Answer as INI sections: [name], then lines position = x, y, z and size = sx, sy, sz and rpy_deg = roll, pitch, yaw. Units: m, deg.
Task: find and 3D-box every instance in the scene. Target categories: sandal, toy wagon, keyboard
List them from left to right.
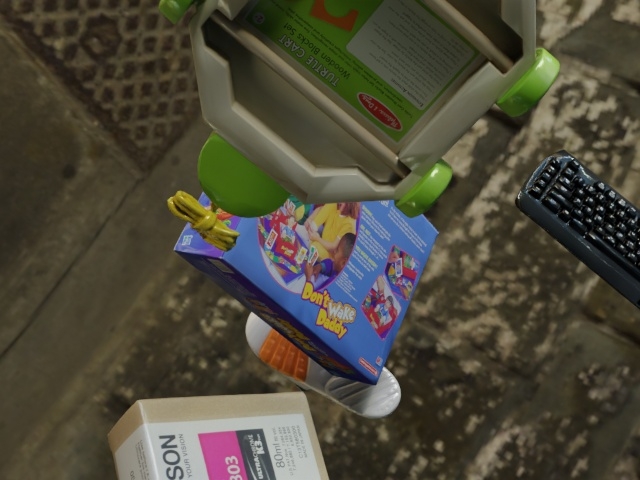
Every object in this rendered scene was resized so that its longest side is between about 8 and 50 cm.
[sandal]
position = 0.002, 0.178, 1.431
size = 0.102, 0.265, 0.076
rpy_deg = -48, 151, -15
[toy wagon]
position = 0.004, -0.134, 0.801
size = 0.344, 0.267, 0.068
rpy_deg = -46, -167, 24
[keyboard]
position = 0.207, 0.008, 0.585
size = 0.038, 0.192, 0.100
rpy_deg = -52, 177, 42

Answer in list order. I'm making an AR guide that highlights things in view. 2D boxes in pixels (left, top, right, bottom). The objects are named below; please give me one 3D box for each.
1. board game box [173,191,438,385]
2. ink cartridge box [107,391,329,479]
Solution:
[board game box]
position = 0.000, 0.000, 1.246
size = 0.347, 0.078, 0.233
rpy_deg = 44, 63, -44
[ink cartridge box]
position = -0.084, 0.271, 0.982
size = 0.193, 0.235, 0.088
rpy_deg = 2, 146, -34
